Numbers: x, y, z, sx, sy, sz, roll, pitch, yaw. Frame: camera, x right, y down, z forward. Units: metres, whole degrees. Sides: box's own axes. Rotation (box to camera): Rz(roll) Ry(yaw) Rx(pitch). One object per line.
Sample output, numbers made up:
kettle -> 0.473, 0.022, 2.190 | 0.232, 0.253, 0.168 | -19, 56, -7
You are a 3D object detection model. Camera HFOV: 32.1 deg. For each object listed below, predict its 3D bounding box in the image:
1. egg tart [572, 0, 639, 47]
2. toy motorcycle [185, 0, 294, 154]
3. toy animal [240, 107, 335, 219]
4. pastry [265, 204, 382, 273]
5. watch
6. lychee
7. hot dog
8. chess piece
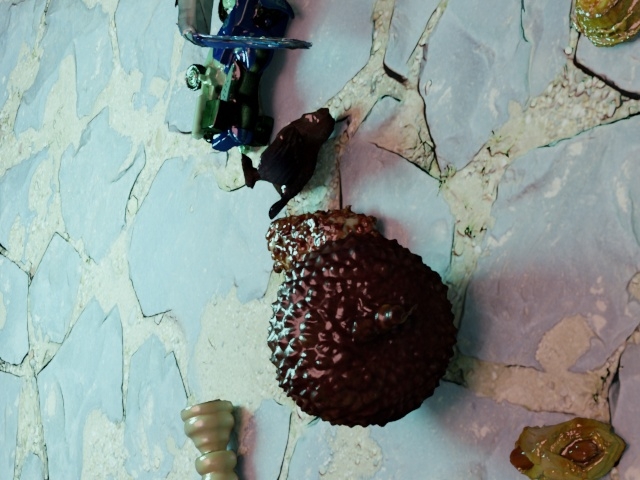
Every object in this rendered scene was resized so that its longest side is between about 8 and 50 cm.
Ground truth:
egg tart -> 0.359, -0.304, 1.382 | 0.130, 0.052, 0.130 | -10, 77, 49
toy motorcycle -> -0.138, -0.321, 1.968 | 0.196, 0.125, 0.331 | -2, 76, 51
toy animal -> -0.038, -0.129, 1.804 | 0.180, 0.218, 0.116 | -34, 82, 2
pastry -> 0.000, 0.002, 1.737 | 0.209, 0.097, 0.115 | 2, 93, 51
watch -> -0.111, -0.450, 1.867 | 0.275, 0.068, 0.276 | 6, 79, 35
lychee -> 0.054, 0.122, 1.503 | 0.300, 0.264, 0.264 | 133, 137, -68
hot dog -> 0.284, 0.256, 1.339 | 0.169, 0.061, 0.078 | -24, 65, 47
chess piece -> -0.182, 0.363, 1.890 | 0.094, 0.094, 0.170 | -32, 61, 44
